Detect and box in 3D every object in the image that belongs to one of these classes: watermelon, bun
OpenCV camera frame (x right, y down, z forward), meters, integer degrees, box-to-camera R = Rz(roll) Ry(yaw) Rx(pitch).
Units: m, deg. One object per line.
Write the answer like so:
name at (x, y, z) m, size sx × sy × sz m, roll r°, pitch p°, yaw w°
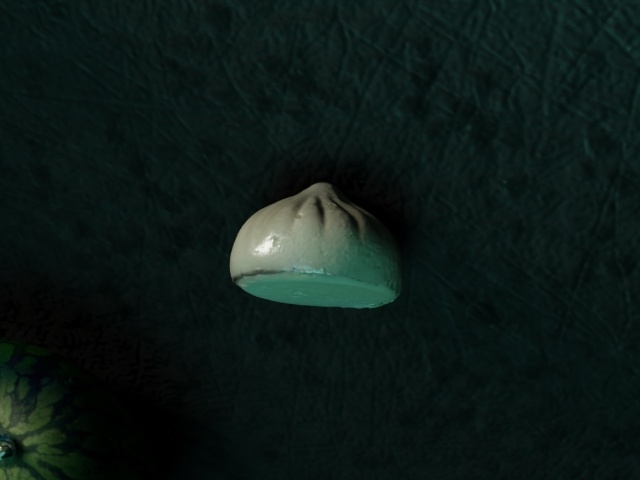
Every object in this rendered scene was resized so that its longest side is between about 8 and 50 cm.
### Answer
watermelon at (-0.302, 0.259, 1.383) m, size 0.363 × 0.363 × 0.363 m, roll 10°, pitch 132°, yaw 11°
bun at (0.000, 0.000, 1.207) m, size 0.138 × 0.094 × 0.138 m, roll 7°, pitch 169°, yaw 1°
